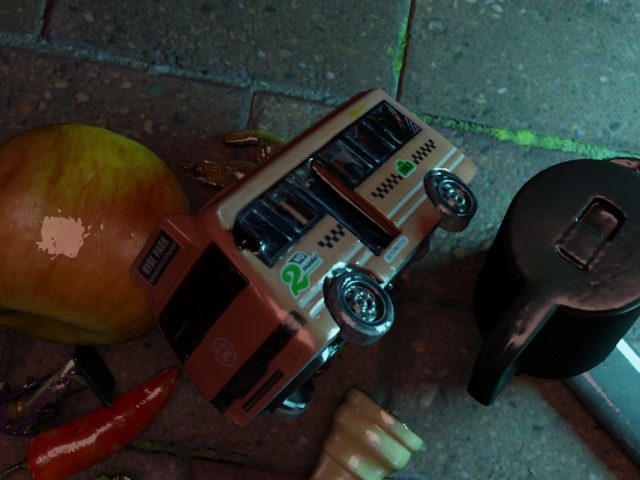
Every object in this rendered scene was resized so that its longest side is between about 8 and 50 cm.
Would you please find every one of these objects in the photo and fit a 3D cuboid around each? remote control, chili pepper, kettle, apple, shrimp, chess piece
[{"bbox_3d":[0.474,0.277,1.177,0.107,0.044,0.377,-41,89,-13],"label":"remote control"},{"bbox_3d":[-0.288,0.245,1.093,0.272,0.063,0.071,-28,111,-12],"label":"chili pepper"},{"bbox_3d":[0.265,0.052,1.034,0.262,0.308,0.203,-23,71,-1],"label":"kettle"},{"bbox_3d":[-0.288,-0.004,1.023,0.286,0.286,0.233,12,68,-4],"label":"apple"},{"bbox_3d":[-0.108,-0.112,1.165,0.162,0.045,0.095,8,82,-3],"label":"shrimp"},{"bbox_3d":[-0.036,0.370,1.080,0.117,0.117,0.397,39,82,0],"label":"chess piece"}]

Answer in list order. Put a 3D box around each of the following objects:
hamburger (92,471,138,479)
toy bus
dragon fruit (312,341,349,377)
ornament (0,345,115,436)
[{"bbox_3d":[-0.255,0.374,1.064,0.137,0.087,0.166,-20,85,-9],"label":"hamburger"},{"bbox_3d":[0.000,0.000,0.985,0.233,0.203,0.427,43,41,4],"label":"toy bus"},{"bbox_3d":[-0.028,0.112,1.117,0.175,0.142,0.138,-21,40,-37],"label":"dragon fruit"},{"bbox_3d":[-0.366,0.195,1.079,0.203,0.088,0.081,-21,108,0],"label":"ornament"}]
